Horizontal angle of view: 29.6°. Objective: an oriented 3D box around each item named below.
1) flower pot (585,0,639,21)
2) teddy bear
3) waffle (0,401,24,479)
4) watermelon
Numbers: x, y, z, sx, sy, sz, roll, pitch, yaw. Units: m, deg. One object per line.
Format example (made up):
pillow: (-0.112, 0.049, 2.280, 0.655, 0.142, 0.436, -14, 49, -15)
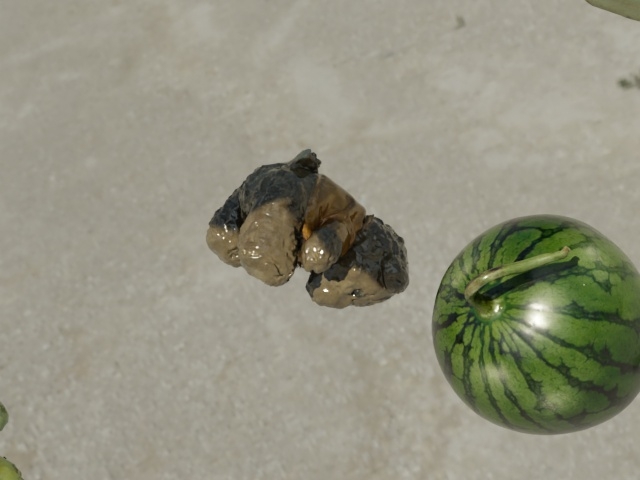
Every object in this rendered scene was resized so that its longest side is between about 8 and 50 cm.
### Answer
flower pot: (0.249, -0.298, 0.804, 0.290, 0.259, 0.290, 2, 52, -2)
teddy bear: (0.000, 0.000, 1.210, 0.140, 0.190, 0.177, -59, 17, -7)
waffle: (-0.329, 0.199, 0.765, 0.317, 0.073, 0.297, -45, 48, -6)
watermelon: (0.131, 0.048, 0.756, 0.141, 0.187, 0.140, -15, 64, 34)
